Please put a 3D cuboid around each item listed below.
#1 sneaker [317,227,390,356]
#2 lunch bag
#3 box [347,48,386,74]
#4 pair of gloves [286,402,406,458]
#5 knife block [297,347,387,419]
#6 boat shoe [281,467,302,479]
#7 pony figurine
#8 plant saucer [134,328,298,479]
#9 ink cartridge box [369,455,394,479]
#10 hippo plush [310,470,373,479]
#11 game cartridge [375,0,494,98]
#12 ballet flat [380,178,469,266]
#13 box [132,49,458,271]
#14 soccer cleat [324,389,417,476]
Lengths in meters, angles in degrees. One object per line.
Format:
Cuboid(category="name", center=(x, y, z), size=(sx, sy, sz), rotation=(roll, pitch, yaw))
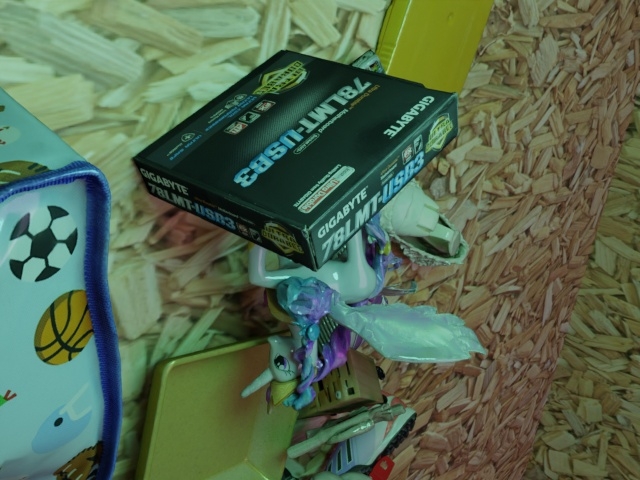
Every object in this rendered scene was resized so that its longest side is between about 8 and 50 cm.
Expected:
Cuboid(category="sneaker", center=(0.086, 0.088, 1.284), size=(0.161, 0.102, 0.282), rotation=(-15, 131, -53))
Cuboid(category="lunch bag", center=(-0.315, 0.076, 0.509), size=(0.238, 0.327, 0.386), rotation=(-22, 134, -33))
Cuboid(category="box", center=(0.073, -0.237, 1.098), size=(0.094, 0.027, 0.137), rotation=(-35, 143, 4))
Cuboid(category="pair of gloves", center=(0.051, 0.342, 1.238), size=(0.204, 0.042, 0.240), rotation=(-23, 166, 10))
Cuboid(category="knife block", center=(0.074, 0.266, 1.248), size=(0.241, 0.275, 0.088), rotation=(-2, 67, -31))
Cuboid(category="boat shoe", center=(-0.060, 0.525, 1.347), size=(0.084, 0.079, 0.233), rotation=(-52, 145, -26))
Cuboid(category="pony figurine", center=(0.035, 0.064, 1.000), size=(0.350, 0.303, 0.364), rotation=(-9, 103, -17))
Cuboid(category="plant saucer", center=(-0.168, 0.297, 1.070), size=(0.332, 0.080, 0.333), rotation=(-4, 112, -51))
Cuboid(category="ink cartridge box", center=(0.071, 0.588, 1.554), size=(0.231, 0.078, 0.134), rotation=(-55, 144, -16))
Cuboid(category="hippo plush", center=(0.001, 0.582, 1.206), size=(0.294, 0.237, 0.234), rotation=(-24, 141, -5))
Cuboid(category="game cartridge", center=(0.217, -0.409, 1.214), size=(0.285, 0.052, 0.324), rotation=(5, 107, -54))
Cuboid(category="ballet flat", center=(0.195, -0.042, 1.315), size=(0.409, 0.146, 0.147), rotation=(30, 84, -54))
Cuboid(category="box", center=(-0.028, -0.120, 0.831), size=(0.295, 0.293, 0.073), rotation=(-43, 138, -29))
Cuboid(category="soccer cleat", center=(0.078, 0.460, 1.468), size=(0.318, 0.116, 0.109), rotation=(-37, 149, -30))
